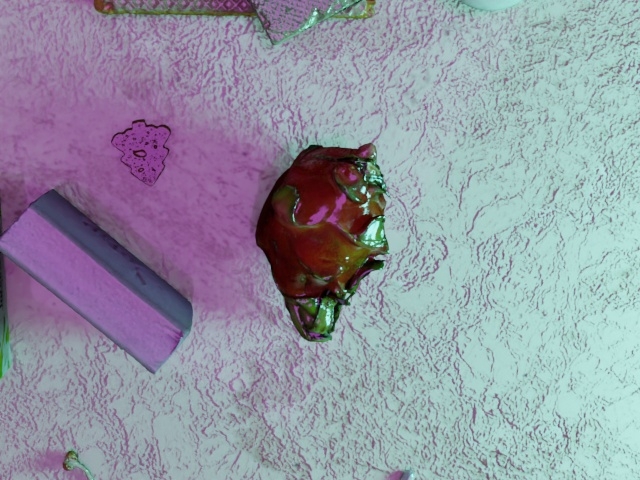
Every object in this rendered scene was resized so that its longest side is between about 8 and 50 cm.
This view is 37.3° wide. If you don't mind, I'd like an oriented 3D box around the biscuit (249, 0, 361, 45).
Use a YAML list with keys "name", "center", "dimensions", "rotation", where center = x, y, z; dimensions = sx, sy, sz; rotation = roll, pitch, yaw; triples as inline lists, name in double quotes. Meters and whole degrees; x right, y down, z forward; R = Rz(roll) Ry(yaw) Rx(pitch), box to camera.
- name: "biscuit"
  center: [-0.002, -0.349, 1.226]
  dimensions: [0.199, 0.040, 0.121]
  rotation: [-29, 100, -2]

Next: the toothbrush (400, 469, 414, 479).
- name: "toothbrush"
  center: [0.068, 0.471, 1.431]
  dimensions: [0.024, 0.021, 0.288]
  rotation: [29, 95, -22]

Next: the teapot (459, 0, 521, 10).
- name: "teapot"
  center: [0.219, -0.388, 1.279]
  dimensions: [0.226, 0.092, 0.145]
  rotation: [22, 93, -9]

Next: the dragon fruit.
- name: "dragon fruit"
  center: [0.018, 0.004, 1.263]
  dimensions: [0.200, 0.198, 0.269]
  rotation: [-9, 100, 38]

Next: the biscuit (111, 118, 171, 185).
- name: "biscuit"
  center: [-0.240, -0.120, 1.299]
  dimensions: [0.082, 0.016, 0.092]
  rotation: [-15, 102, -10]

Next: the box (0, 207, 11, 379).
- name: "box"
  center: [-0.472, 0.065, 1.208]
  dimensions: [0.111, 0.194, 0.261]
  rotation: [-4, 100, -7]

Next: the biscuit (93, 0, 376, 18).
- name: "biscuit"
  center: [-0.109, -0.343, 1.261]
  dimensions: [0.378, 0.054, 0.094]
  rotation: [0, 99, -8]

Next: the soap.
- name: "soap"
  center: [-0.288, 0.046, 1.237]
  dimensions: [0.259, 0.181, 0.081]
  rotation: [42, 91, -10]

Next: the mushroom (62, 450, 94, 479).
- name: "mushroom"
  center: [-0.311, 0.432, 1.377]
  dimensions: [0.028, 0.026, 0.286]
  rotation: [-17, 103, 12]
